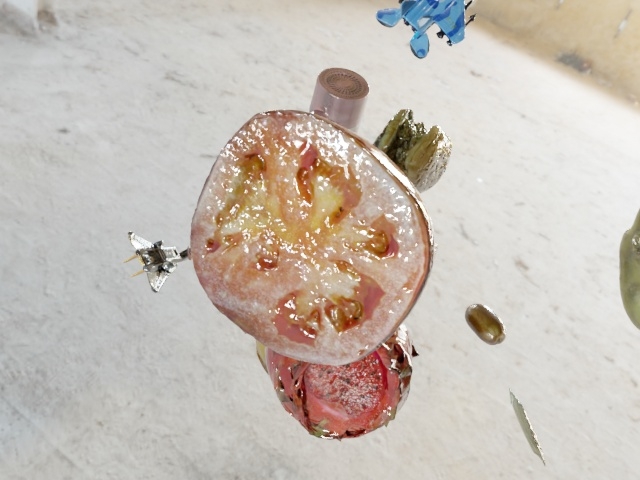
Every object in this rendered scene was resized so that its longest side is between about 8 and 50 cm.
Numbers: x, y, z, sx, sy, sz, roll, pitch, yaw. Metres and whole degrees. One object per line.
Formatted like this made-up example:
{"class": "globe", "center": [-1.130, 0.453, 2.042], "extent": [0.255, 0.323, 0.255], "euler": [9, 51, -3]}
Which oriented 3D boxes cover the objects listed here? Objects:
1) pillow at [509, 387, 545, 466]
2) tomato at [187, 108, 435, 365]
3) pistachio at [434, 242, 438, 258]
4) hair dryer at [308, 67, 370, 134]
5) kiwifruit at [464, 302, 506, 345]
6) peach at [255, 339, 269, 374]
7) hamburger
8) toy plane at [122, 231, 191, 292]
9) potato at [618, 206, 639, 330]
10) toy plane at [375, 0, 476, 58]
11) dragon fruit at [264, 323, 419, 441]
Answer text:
{"class": "pillow", "center": [0.590, 0.531, 1.795], "extent": [0.130, 0.033, 0.218], "euler": [-23, 89, -83]}
{"class": "tomato", "center": [0.000, -0.007, 0.836], "extent": [0.338, 0.339, 0.143], "euler": [29, 29, 10]}
{"class": "pistachio", "center": [0.303, 0.061, 2.290], "extent": [0.292, 0.162, 0.182], "euler": [-17, 73, -18]}
{"class": "hair dryer", "center": [-0.041, -0.228, 1.396], "extent": [0.125, 0.210, 0.352], "euler": [39, 50, 19]}
{"class": "kiwifruit", "center": [0.394, 0.198, 1.500], "extent": [0.075, 0.075, 0.124], "euler": [4, 26, -24]}
{"class": "peach", "center": [-0.007, 0.199, 1.550], "extent": [0.289, 0.372, 0.373], "euler": [37, 27, -28]}
{"class": "hamburger", "center": [0.163, -0.152, 1.183], "extent": [0.131, 0.159, 0.185], "euler": [37, 73, 17]}
{"class": "toy plane", "center": [-0.488, 0.057, 2.015], "extent": [0.204, 0.103, 0.316], "euler": [64, 23, 6]}
{"class": "potato", "center": [0.659, 0.038, 1.163], "extent": [0.191, 0.297, 0.141], "euler": [1, 16, 20]}
{"class": "toy plane", "center": [0.216, -0.428, 1.056], "extent": [0.169, 0.078, 0.246], "euler": [44, 82, 10]}
{"class": "dragon fruit", "center": [0.034, 0.210, 1.182], "extent": [0.295, 0.296, 0.302], "euler": [12, 38, -14]}
